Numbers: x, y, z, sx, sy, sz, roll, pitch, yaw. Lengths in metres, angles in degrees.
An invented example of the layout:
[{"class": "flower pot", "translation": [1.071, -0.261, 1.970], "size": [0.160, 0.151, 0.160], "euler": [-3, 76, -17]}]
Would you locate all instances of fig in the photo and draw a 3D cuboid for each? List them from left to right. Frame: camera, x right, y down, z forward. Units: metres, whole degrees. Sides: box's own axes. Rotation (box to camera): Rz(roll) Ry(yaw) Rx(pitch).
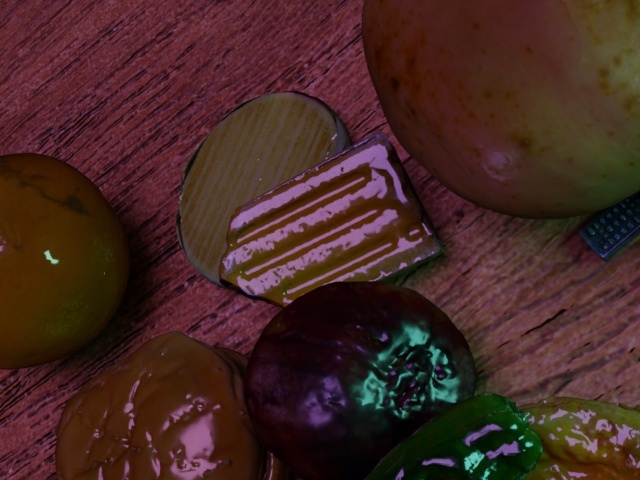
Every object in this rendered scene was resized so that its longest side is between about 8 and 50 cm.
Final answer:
[{"class": "fig", "translation": [0.031, 0.157, 0.829], "size": [0.263, 0.224, 0.224], "euler": [2, 72, 31]}]

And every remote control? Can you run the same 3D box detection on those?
[{"class": "remote control", "translation": [0.346, -0.041, 0.821], "size": [0.152, 0.027, 0.043], "euler": [-41, 59, 14]}]

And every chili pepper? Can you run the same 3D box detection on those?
[{"class": "chili pepper", "translation": [0.087, 0.234, 0.695], "size": [0.099, 0.083, 0.253], "euler": [43, 96, 12]}]

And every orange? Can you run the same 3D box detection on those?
[{"class": "orange", "translation": [-0.423, 0.028, 1.107], "size": [0.312, 0.312, 0.312], "euler": [-12, 65, 28]}]

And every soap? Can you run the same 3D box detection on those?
[{"class": "soap", "translation": [0.000, 0.000, 0.945], "size": [0.258, 0.080, 0.160], "euler": [-27, 80, 12]}]

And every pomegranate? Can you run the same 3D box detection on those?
[{"class": "pomegranate", "translation": [0.240, -0.199, 0.740], "size": [0.412, 0.411, 0.411], "euler": [-12, 65, 28]}]

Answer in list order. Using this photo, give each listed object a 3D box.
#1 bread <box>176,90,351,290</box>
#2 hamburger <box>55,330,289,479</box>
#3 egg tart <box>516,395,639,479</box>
[{"class": "bread", "translation": [-0.085, -0.069, 1.089], "size": [0.301, 0.045, 0.301], "euler": [-13, 64, 28]}, {"class": "hamburger", "translation": [-0.181, 0.266, 0.947], "size": [0.319, 0.158, 0.318], "euler": [-11, 68, 29]}, {"class": "egg tart", "translation": [0.233, 0.289, 0.707], "size": [0.295, 0.116, 0.294], "euler": [-14, 62, 27]}]
